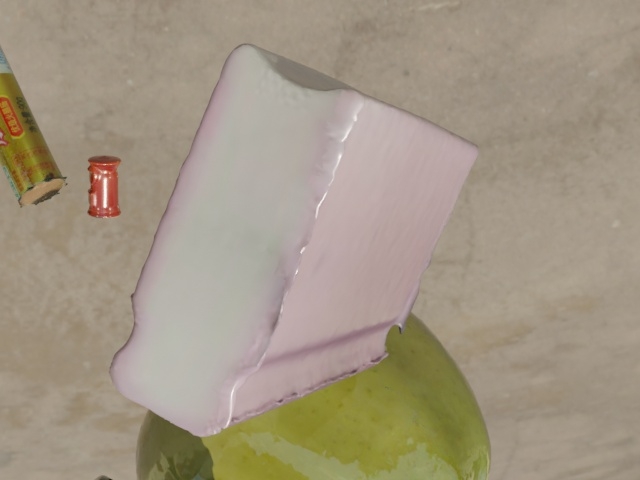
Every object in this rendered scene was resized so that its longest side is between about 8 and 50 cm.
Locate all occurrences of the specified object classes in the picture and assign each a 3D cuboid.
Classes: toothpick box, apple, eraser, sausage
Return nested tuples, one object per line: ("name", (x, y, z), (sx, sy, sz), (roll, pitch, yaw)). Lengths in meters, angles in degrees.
("toothpick box", (-0.300, -0.076, 1.271), (0.047, 0.047, 0.083), (-1, 109, -16))
("apple", (-0.001, 0.285, 1.220), (0.474, 0.473, 0.473), (-8, 152, -4))
("eraser", (0.000, 0.000, 0.794), (0.122, 0.272, 0.359), (25, -169, 19))
("sausage", (-0.471, -0.229, 1.310), (0.082, 0.371, 0.082), (-27, 174, -3))

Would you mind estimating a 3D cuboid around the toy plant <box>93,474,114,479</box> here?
("toy plant", (-0.145, 0.331, 0.886), (0.112, 0.243, 0.232), (-49, 159, -22))
